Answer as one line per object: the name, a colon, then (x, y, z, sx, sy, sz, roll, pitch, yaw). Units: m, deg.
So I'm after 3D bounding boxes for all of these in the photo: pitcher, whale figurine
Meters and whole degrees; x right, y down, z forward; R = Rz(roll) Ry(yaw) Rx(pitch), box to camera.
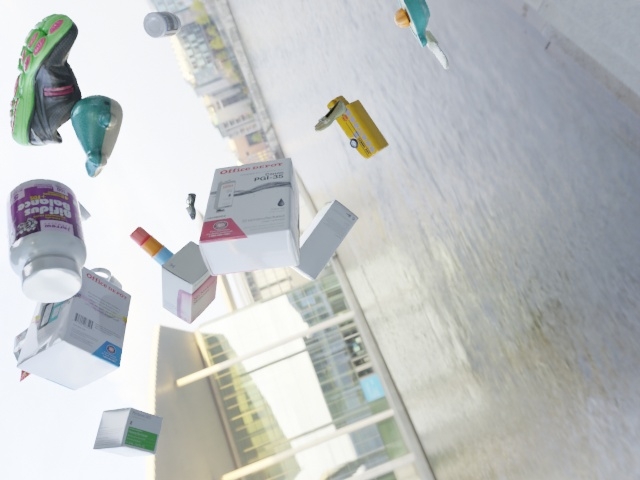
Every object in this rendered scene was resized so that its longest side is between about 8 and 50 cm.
pitcher: (-0.831, 0.149, 1.803, 0.177, 0.207, 0.125, 96, 175, -48)
whale figurine: (-0.719, -0.337, 1.607, 0.141, 0.216, 0.272, 17, -121, -35)

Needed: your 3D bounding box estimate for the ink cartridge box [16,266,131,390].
ink cartridge box: (-0.718, 0.260, 1.512, 0.198, 0.197, 0.270, 45, -156, -40)

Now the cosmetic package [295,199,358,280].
cosmetic package: (0.000, 0.000, 2.409, 0.155, 0.365, 0.197, 38, 169, -11)

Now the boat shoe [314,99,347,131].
boat shoe: (0.031, -0.468, 1.919, 0.048, 0.153, 0.056, 54, 175, -31)

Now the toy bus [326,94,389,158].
toy bus: (0.177, -0.555, 2.450, 0.130, 0.108, 0.332, -33, 92, 46)

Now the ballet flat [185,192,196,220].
ballet flat: (-0.510, -0.134, 1.994, 0.041, 0.041, 0.114, 71, -165, -72)

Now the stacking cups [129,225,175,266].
stacking cups: (-0.645, 0.071, 2.084, 0.316, 0.096, 0.096, 42, -173, -16)

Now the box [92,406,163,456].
box: (-0.435, 0.437, 1.156, 0.101, 0.102, 0.087, 42, -140, -44)

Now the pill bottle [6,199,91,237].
pill bottle: (-0.998, -0.052, 1.886, 0.153, 0.264, 0.153, 40, 161, 16)

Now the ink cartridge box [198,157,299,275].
ink cartridge box: (-0.160, -0.064, 1.210, 0.283, 0.207, 0.117, -93, -6, -48)

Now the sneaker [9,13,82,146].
sneaker: (-0.892, -0.526, 1.700, 0.202, 0.482, 0.185, 3, -137, -43)

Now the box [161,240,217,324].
box: (-0.437, 0.144, 1.712, 0.127, 0.148, 0.232, 30, 137, 12)

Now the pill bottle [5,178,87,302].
pill bottle: (-0.672, -0.001, 1.252, 0.301, 0.169, 0.169, 60, 174, 36)

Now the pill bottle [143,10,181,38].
pill bottle: (-0.505, -0.694, 1.635, 0.137, 0.078, 0.078, -70, -38, -64)

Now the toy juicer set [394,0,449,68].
toy juicer set: (0.240, -0.621, 1.389, 0.329, 0.090, 0.209, 58, -166, -24)

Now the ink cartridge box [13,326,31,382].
ink cartridge box: (-0.929, 0.344, 1.645, 0.045, 0.145, 0.179, 50, -174, -40)
